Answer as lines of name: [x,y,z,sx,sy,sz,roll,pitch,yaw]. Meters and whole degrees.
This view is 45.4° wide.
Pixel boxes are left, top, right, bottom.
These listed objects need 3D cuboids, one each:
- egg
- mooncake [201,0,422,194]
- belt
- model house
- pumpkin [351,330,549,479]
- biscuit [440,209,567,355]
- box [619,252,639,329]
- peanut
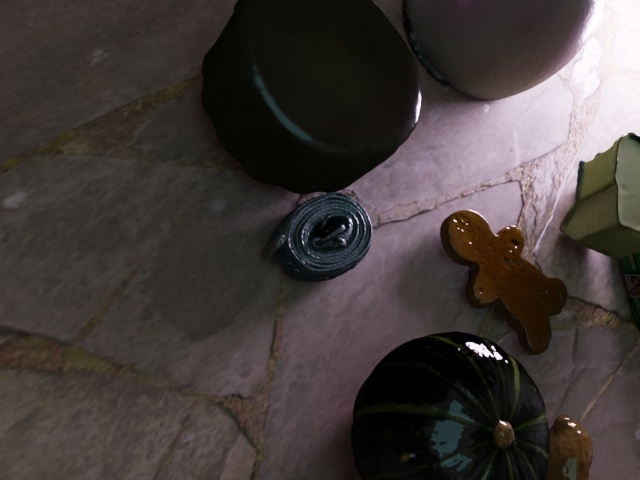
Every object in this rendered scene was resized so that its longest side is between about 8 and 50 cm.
egg: [0.386,-0.484,1.465,0.354,0.340,0.354,8,73,-26]
mooncake: [-0.015,-0.256,1.272,0.356,0.194,0.356,10,71,-29]
belt: [0.006,-0.005,1.270,0.148,0.082,0.163,36,61,-9]
model house: [0.597,-0.076,1.534,0.195,0.189,0.214,16,67,-22]
pumpkin: [0.202,0.302,1.183,0.323,0.241,0.323,12,63,-26]
biscuit: [0.338,0.062,1.441,0.301,0.049,0.197,43,56,-10]
box: [0.729,0.060,1.614,0.180,0.103,0.250,-2,74,-28]
peanut: [0.432,0.441,1.346,0.117,0.101,0.263,25,59,-47]
